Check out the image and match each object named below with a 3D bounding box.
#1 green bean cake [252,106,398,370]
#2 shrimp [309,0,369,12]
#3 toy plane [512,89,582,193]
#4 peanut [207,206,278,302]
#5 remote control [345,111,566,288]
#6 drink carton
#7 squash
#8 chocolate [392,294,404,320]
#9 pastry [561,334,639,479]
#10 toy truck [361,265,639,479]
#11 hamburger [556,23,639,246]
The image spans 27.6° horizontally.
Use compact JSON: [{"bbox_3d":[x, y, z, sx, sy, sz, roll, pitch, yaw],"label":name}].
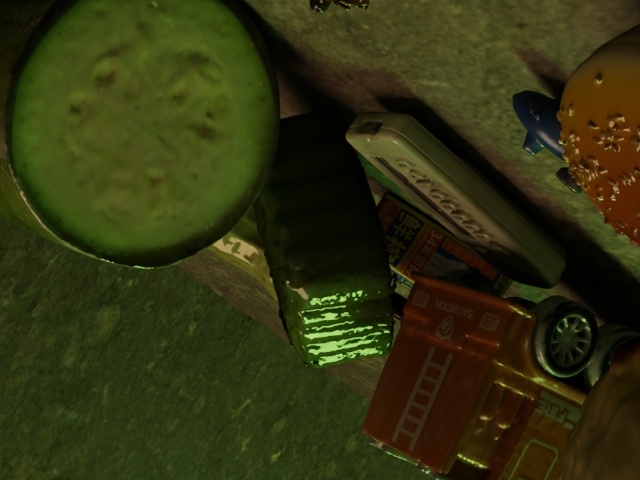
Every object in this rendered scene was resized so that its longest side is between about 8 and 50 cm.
[{"bbox_3d":[0.000,0.000,1.255,0.200,0.113,0.214,82,172,-60],"label":"green bean cake"},{"bbox_3d":[-0.039,-0.213,0.881,0.184,0.043,0.091,39,165,-23],"label":"shrimp"},{"bbox_3d":[0.198,-0.051,0.896,0.167,0.054,0.062,36,-166,-8],"label":"toy plane"},{"bbox_3d":[-0.075,0.008,1.793,0.274,0.111,0.125,34,165,-5],"label":"peanut"},{"bbox_3d":[0.126,-0.038,1.146,0.230,0.049,0.090,38,170,-26],"label":"remote control"},{"bbox_3d":[0.119,0.024,1.391,0.166,0.071,0.056,34,173,4],"label":"drink carton"},{"bbox_3d":[-0.233,-0.129,1.239,0.263,0.263,0.384,40,167,-30],"label":"squash"},{"bbox_3d":[0.089,0.083,1.873,0.182,0.028,0.086,32,177,16],"label":"chocolate"},{"bbox_3d":[0.332,0.175,0.775,0.388,0.312,0.388,31,-179,-1],"label":"pastry"},{"bbox_3d":[0.237,0.181,1.239,0.387,0.207,0.173,27,175,-31],"label":"toy truck"},{"bbox_3d":[0.223,-0.040,0.667,0.173,0.116,0.210,44,165,-35],"label":"hamburger"}]
